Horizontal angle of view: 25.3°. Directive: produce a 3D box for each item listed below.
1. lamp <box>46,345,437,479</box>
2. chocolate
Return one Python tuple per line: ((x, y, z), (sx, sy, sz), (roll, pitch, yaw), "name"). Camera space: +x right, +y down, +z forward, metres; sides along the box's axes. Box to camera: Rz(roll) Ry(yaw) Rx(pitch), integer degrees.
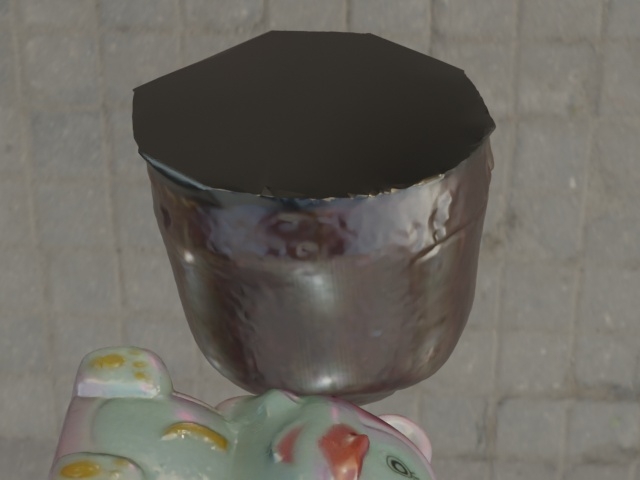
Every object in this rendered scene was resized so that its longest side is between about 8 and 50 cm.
((-0.060, 0.227, 1.101), (0.301, 0.247, 0.247), (12, 125, -5), "lamp")
((0.000, 0.000, 1.517), (0.384, 0.383, 0.331), (1, 125, 2), "chocolate")
